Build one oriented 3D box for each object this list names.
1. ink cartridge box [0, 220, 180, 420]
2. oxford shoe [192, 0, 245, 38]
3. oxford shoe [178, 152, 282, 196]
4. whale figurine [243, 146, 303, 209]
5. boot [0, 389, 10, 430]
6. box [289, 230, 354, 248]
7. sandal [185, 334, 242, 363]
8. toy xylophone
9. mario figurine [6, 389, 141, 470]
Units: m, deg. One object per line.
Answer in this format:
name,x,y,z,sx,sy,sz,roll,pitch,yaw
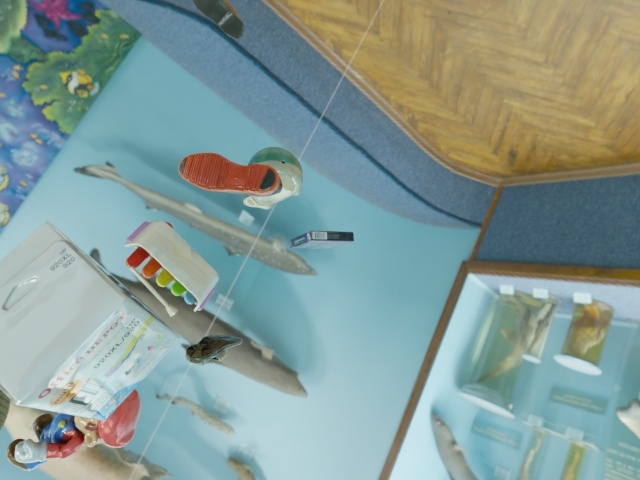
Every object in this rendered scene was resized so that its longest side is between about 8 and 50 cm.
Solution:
ink cartridge box,-0.342,0.124,0.712,0.168,0.171,0.233,37,163,16
oxford shoe,-0.290,-0.647,1.383,0.076,0.076,0.212,-30,138,16
oxford shoe,-0.229,-0.155,1.299,0.271,0.097,0.098,14,172,11
whale figurine,-0.163,-0.197,1.627,0.216,0.141,0.272,7,155,-21
boot,-0.556,0.302,0.671,0.207,0.248,0.090,-26,110,21
box,0.000,0.000,1.316,0.116,0.029,0.162,1,171,-23
sandal,-0.284,0.297,1.354,0.090,0.060,0.219,7,-173,14
toy xylophone,-0.458,0.088,1.548,0.081,0.236,0.323,-26,105,42
mario figurine,-0.534,0.376,1.105,0.320,0.198,0.170,-25,140,17
